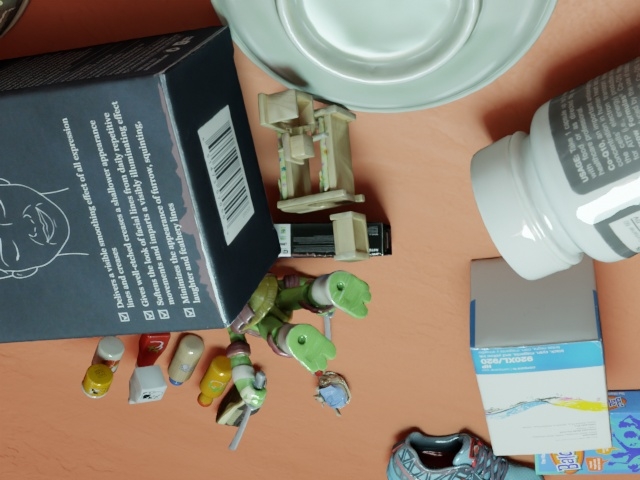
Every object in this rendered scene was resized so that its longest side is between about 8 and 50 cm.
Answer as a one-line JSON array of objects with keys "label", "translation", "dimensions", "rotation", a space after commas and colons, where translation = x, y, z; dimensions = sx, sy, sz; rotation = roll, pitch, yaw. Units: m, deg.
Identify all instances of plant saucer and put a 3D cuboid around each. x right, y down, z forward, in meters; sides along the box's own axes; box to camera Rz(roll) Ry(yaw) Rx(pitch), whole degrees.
[{"label": "plant saucer", "translation": [0.062, -0.278, 1.140], "dimensions": [0.401, 0.100, 0.400], "rotation": [4, 134, 5]}]

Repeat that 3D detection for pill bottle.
[{"label": "pill bottle", "translation": [0.364, -0.099, 1.195], "dimensions": [0.361, 0.204, 0.204], "rotation": [-25, 125, 28]}]

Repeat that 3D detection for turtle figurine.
[{"label": "turtle figurine", "translation": [-0.029, 0.136, 1.457], "dimensions": [0.266, 0.198, 0.274], "rotation": [-8, 97, 61]}]

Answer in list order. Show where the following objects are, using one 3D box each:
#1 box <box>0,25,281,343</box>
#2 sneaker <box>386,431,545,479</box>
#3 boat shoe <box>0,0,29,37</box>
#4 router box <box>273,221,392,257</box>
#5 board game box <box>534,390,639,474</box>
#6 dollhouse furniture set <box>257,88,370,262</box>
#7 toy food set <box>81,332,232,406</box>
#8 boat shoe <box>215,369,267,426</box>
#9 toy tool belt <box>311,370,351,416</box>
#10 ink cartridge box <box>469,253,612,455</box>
[{"label": "box", "translation": [-0.284, -0.059, 1.243], "dimensions": [0.396, 0.212, 0.293], "rotation": [-5, 113, 17]}, {"label": "sneaker", "translation": [0.242, 0.373, 1.727], "dimensions": [0.262, 0.104, 0.125], "rotation": [8, 132, 0]}, {"label": "boat shoe", "translation": [-0.361, -0.316, 1.165], "dimensions": [0.109, 0.091, 0.305], "rotation": [24, 131, -14]}, {"label": "router box", "translation": [0.000, 0.000, 1.393], "dimensions": [0.179, 0.133, 0.046], "rotation": [-1, 89, 9]}, {"label": "board game box", "translation": [0.438, 0.301, 1.669], "dimensions": [0.210, 0.047, 0.160], "rotation": [-3, 133, 12]}, {"label": "dollhouse furniture set", "translation": [-0.030, -0.066, 1.249], "dimensions": [0.101, 0.181, 0.161], "rotation": [-10, 170, 28]}, {"label": "toy food set", "translation": [-0.258, 0.203, 1.617], "dimensions": [0.232, 0.111, 0.104], "rotation": [-5, 142, -32]}, {"label": "boat shoe", "translation": [-0.117, 0.252, 1.699], "dimensions": [0.049, 0.056, 0.152], "rotation": [22, 142, -19]}, {"label": "toy tool belt", "translation": [0.013, 0.232, 1.659], "dimensions": [0.052, 0.051, 0.083], "rotation": [-20, 127, 24]}, {"label": "ink cartridge box", "translation": [0.303, 0.158, 1.467], "dimensions": [0.168, 0.171, 0.232], "rotation": [-6, 131, 14]}]
